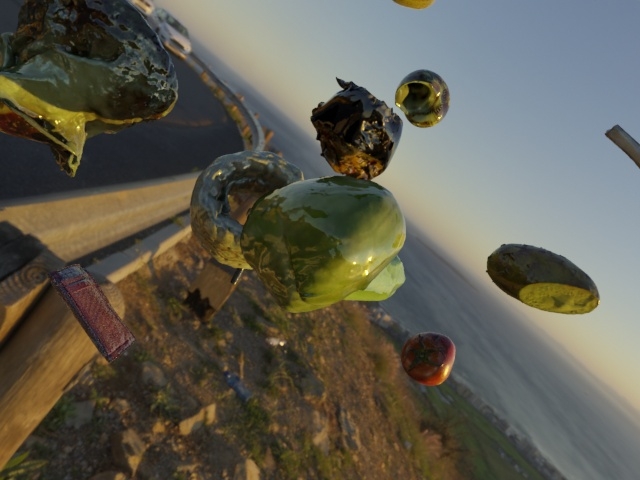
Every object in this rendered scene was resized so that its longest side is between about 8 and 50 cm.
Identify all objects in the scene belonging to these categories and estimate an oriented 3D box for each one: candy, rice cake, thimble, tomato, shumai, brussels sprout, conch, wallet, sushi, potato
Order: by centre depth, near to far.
[{"bbox_3d":[-0.364,0.113,0.807,0.166,0.030,0.111,57,-5,-6],"label":"wallet"},{"bbox_3d":[0.000,0.000,0.947,0.328,0.327,0.247,-39,122,-81],"label":"brussels sprout"},{"bbox_3d":[-0.553,-0.347,1.065,0.395,0.348,0.395,32,-30,21],"label":"shumai"},{"bbox_3d":[0.078,-0.256,1.193,0.213,0.204,0.200,27,19,-32],"label":"sushi"},{"bbox_3d":[-0.169,-0.066,1.234,0.291,0.291,0.195,40,-27,-2],"label":"thimble"},{"bbox_3d":[0.120,0.082,1.317,0.142,0.132,0.343,41,15,26],"label":"candy"},{"bbox_3d":[0.586,0.099,1.330,0.298,0.176,0.141,22,-37,38],"label":"potato"},{"bbox_3d":[0.850,-0.228,1.339,0.207,0.047,0.036,49,27,10],"label":"rice cake"},{"bbox_3d":[0.324,0.353,1.504,0.167,0.167,0.167,39,9,-8],"label":"tomato"},{"bbox_3d":[0.304,-0.433,1.529,0.187,0.182,0.124,6,46,-11],"label":"conch"}]

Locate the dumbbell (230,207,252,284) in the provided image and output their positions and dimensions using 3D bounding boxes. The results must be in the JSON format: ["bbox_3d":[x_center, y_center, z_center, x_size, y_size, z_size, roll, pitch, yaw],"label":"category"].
[{"bbox_3d":[-0.216,-0.001,1.670,0.143,0.326,0.143,26,-11,6],"label":"dumbbell"}]

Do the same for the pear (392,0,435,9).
[{"bbox_3d":[0.180,-0.533,0.949,0.136,0.167,0.167,16,16,-14],"label":"pear"}]
